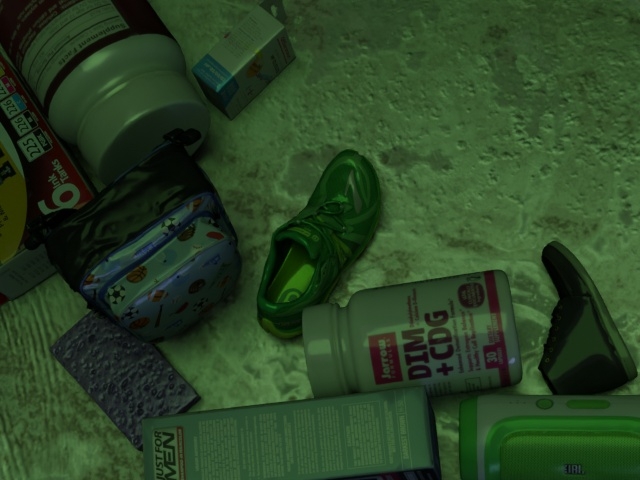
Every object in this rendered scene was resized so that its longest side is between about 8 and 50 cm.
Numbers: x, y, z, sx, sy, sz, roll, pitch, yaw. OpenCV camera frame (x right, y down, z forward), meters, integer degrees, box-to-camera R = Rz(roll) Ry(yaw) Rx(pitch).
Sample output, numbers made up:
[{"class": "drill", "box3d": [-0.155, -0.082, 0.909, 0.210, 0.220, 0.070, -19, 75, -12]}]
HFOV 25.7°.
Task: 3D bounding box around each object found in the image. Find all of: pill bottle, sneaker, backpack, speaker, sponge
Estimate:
[{"class": "pill bottle", "box3d": [-0.339, -0.283, 2.089, 0.224, 0.224, 0.392, -33, 68, -3]}, {"class": "pill bottle", "box3d": [0.125, 0.137, 1.916, 0.283, 0.160, 0.160, -9, 70, 6]}, {"class": "sneaker", "box3d": [0.333, 0.114, 1.933, 0.118, 0.083, 0.222, -26, 71, 0]}, {"class": "sneaker", "box3d": [0.000, 0.000, 2.000, 0.109, 0.123, 0.295, 22, 76, 15]}, {"class": "backpack", "box3d": [-0.229, 0.014, 1.960, 0.276, 0.263, 0.213, -32, 75, -3]}, {"class": "speaker", "box3d": [0.333, 0.266, 1.856, 0.296, 0.131, 0.131, -1, 71, 8]}, {"class": "sponge", "box3d": [-0.283, 0.192, 2.029, 0.117, 0.031, 0.210, -43, 71, -8]}]

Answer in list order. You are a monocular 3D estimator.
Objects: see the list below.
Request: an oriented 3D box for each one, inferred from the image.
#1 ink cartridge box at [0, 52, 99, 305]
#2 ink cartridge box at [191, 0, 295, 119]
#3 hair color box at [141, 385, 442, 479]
[{"class": "ink cartridge box", "box3d": [-0.501, -0.078, 2.101, 0.272, 0.130, 0.309, -35, 70, -3]}, {"class": "ink cartridge box", "box3d": [-0.101, -0.281, 2.121, 0.061, 0.104, 0.181, 42, 82, 19]}, {"class": "hair color box", "box3d": [-0.033, 0.285, 1.876, 0.374, 0.185, 0.114, -7, 71, 6]}]
